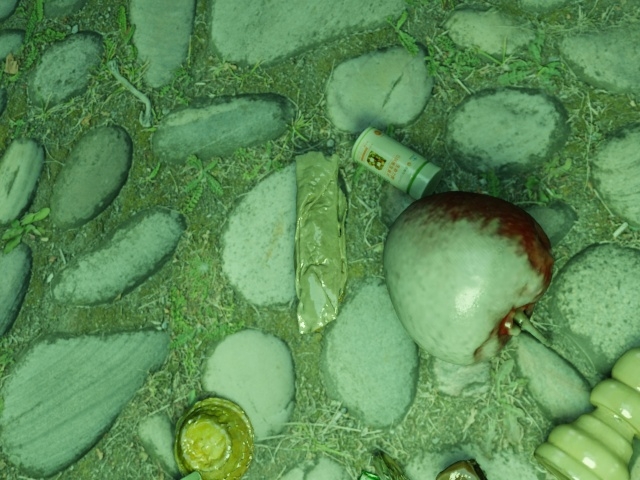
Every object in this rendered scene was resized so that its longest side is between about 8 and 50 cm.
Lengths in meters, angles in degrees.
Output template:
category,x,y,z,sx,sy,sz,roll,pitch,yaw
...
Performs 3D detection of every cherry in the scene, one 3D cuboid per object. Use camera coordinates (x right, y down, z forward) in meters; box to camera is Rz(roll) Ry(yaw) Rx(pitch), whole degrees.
category,x,y,z,sx,sy,sz,roll,pitch,yaw
cherry,0.267,0.070,1.638,0.334,0.291,0.326,13,90,34

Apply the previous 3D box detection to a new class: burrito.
category,x,y,z,sx,sy,sz,roll,pitch,yaw
burrito,0.000,0.000,1.807,0.117,0.076,0.392,-3,75,11

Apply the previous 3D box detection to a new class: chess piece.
category,x,y,z,sx,sy,sz,roll,pitch,yaw
chess piece,0.547,0.330,1.571,0.167,0.167,0.300,38,83,18

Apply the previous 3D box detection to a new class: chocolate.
category,x,y,z,sx,sy,sz,roll,pitch,yaw
chocolate,0.298,0.513,1.582,0.093,0.148,0.214,-31,70,9

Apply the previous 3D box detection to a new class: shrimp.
category,x,y,z,sx,sy,sz,roll,pitch,yaw
shrimp,0.197,0.510,1.595,0.058,0.169,0.296,-29,71,-24

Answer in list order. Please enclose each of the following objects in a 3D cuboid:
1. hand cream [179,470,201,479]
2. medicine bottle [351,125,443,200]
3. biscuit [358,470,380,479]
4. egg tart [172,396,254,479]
category,x,y,z,sx,sy,sz,roll,pitch,yaw
hand cream,-0.239,0.627,1.698,0.147,0.093,0.306,-36,69,32
medicine bottle,0.160,-0.162,1.807,0.183,0.086,0.086,34,86,18
biscuit,0.083,0.500,1.698,0.046,0.016,0.089,26,84,15
egg tart,-0.225,0.418,1.758,0.191,0.074,0.191,-2,78,10
